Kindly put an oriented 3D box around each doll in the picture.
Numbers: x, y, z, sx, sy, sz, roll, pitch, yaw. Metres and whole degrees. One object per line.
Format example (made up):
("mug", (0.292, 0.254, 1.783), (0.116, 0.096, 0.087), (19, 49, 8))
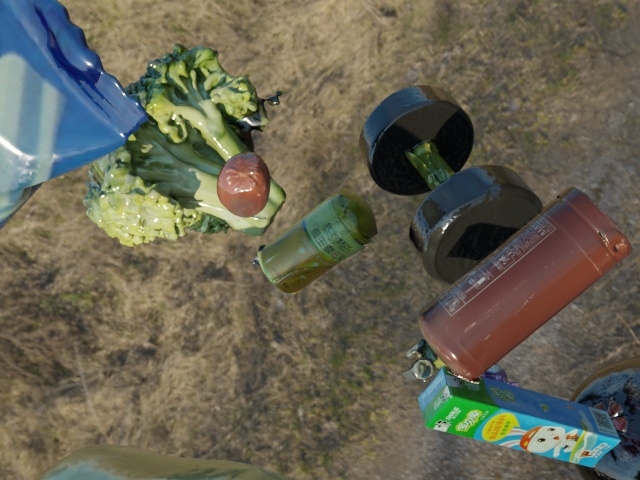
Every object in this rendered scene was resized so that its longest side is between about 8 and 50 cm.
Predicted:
("doll", (0.249, 0.244, 1.193), (0.110, 0.206, 0.067), (-1, 109, 24))

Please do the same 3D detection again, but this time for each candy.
("candy", (-0.290, -0.068, 0.558), (0.331, 0.187, 0.077), (-31, 16, 26))

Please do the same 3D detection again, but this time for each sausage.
("sausage", (-0.084, -0.058, 0.830), (0.094, 0.059, 0.054), (117, 150, -70))

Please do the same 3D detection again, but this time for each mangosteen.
("mangosteen", (0.573, 0.329, 1.278), (0.275, 0.302, 0.274), (-27, 55, 47))

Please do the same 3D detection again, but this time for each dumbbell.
("dumbbell", (0.207, -0.098, 1.265), (0.204, 0.204, 0.322), (-42, 43, 17))

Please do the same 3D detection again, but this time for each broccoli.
("broccoli", (-0.179, -0.118, 1.122), (0.293, 0.281, 0.348), (-57, -1, 18))

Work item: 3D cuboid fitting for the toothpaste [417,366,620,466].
("toothpaste", (0.254, 0.227, 0.963), (0.065, 0.267, 0.050), (-58, 25, 33))

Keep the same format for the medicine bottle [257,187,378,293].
("medicine bottle", (0.000, 0.000, 1.475), (0.239, 0.124, 0.124), (-35, 46, 25))

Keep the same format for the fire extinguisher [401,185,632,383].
("fire extinguisher", (0.188, 0.066, 0.795), (0.269, 0.105, 0.104), (-42, 43, 7))

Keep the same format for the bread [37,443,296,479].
("bread", (-0.148, 0.398, 0.866), (0.376, 0.348, 0.253), (-1, 42, 29))

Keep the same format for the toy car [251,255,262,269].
("toy car", (-0.134, 0.057, 1.761), (0.041, 0.093, 0.025), (37, 84, 5))
